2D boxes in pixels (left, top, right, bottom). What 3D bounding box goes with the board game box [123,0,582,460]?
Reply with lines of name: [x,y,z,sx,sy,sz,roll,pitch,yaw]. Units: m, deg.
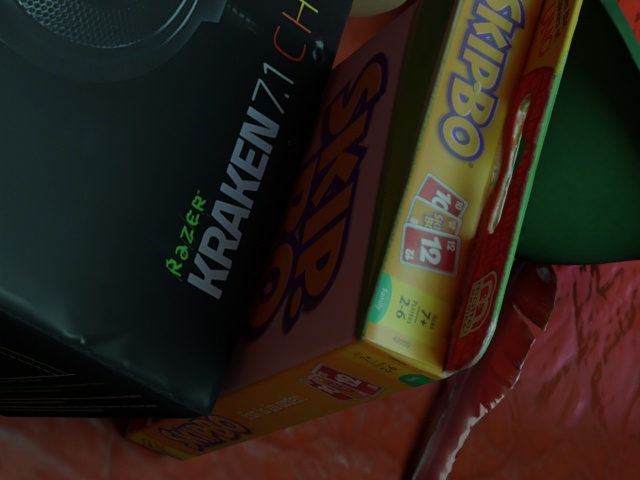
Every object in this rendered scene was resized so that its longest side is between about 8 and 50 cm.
board game box: [0.000,0.000,0.526,0.039,0.259,0.124,24,69,-19]

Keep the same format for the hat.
hat: [0.077,-0.018,0.749,0.208,0.183,0.173,-102,166,-59]

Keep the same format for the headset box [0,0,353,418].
headset box: [-0.138,-0.108,0.497,0.283,0.131,0.246,33,64,-34]

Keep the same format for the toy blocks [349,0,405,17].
toy blocks: [0.045,-0.167,0.718,0.123,0.054,0.148,17,59,-28]
